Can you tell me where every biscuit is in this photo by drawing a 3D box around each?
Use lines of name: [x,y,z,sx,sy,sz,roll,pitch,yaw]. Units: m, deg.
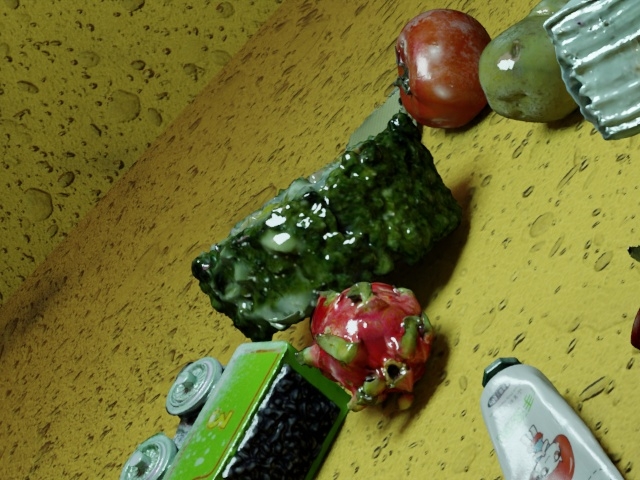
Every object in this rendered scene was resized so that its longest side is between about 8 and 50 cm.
biscuit: [0.095,-0.135,2.636,0.150,0.052,0.252,-46,18,28]

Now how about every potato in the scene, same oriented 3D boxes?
potato: [0.298,-0.244,2.218,0.157,0.157,0.194,-21,34,56]

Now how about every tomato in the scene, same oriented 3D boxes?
tomato: [0.188,-0.246,2.488,0.187,0.151,0.187,175,90,-77]

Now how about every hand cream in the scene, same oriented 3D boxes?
hand cream: [0.231,0.222,1.682,0.121,0.076,0.336,-49,26,14]

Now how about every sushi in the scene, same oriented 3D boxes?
sushi: [0.000,0.000,2.293,0.352,0.178,0.294,-32,4,37]

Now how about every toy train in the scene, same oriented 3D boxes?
toy train: [-0.116,0.280,2.215,0.249,0.173,0.307,-6,48,53]

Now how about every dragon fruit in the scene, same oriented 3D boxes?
dragon fruit: [0.059,0.133,2.088,0.166,0.160,0.172,-30,17,-7]

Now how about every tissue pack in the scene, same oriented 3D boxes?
tissue pack: [0.444,-0.252,1.641,0.388,0.162,0.287,-24,-6,-45]

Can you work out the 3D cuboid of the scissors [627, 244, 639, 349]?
scissors: [0.332,0.017,1.615,0.144,0.017,0.248,-55,-25,-7]
